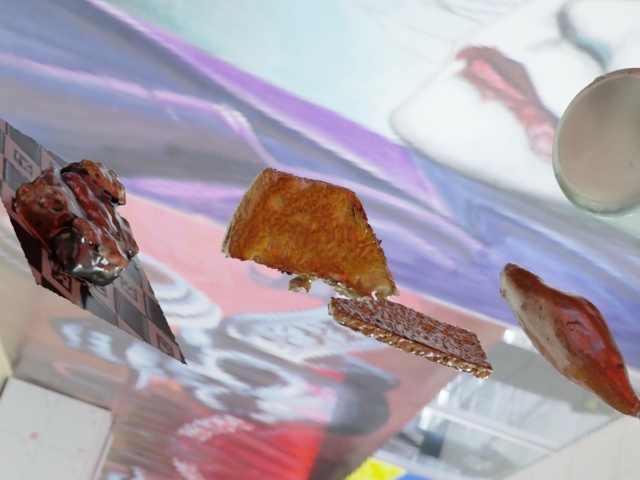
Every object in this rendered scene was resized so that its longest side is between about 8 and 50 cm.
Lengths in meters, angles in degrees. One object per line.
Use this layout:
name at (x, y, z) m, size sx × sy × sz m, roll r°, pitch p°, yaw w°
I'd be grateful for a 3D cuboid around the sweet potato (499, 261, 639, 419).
sweet potato at (0.358, 0.130, 1.617) m, size 0.359 × 0.112 × 0.112 m, roll 53°, pitch -45°, yaw 40°

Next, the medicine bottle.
medicine bottle at (0.327, -0.064, 1.033) m, size 0.139 × 0.225 × 0.139 m, roll -17°, pitch -115°, yaw 40°

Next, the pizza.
pizza at (0.000, 0.000, 1.756) m, size 0.071 × 0.297 × 0.189 m, roll -22°, pitch 133°, yaw -79°

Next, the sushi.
sushi at (-0.246, -0.026, 1.220) m, size 0.059 × 0.294 × 0.292 m, roll -36°, pitch 149°, yaw 7°

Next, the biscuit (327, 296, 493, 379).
biscuit at (0.114, 0.118, 1.490) m, size 0.131 × 0.236 × 0.026 m, roll -106°, pitch -142°, yaw -72°
